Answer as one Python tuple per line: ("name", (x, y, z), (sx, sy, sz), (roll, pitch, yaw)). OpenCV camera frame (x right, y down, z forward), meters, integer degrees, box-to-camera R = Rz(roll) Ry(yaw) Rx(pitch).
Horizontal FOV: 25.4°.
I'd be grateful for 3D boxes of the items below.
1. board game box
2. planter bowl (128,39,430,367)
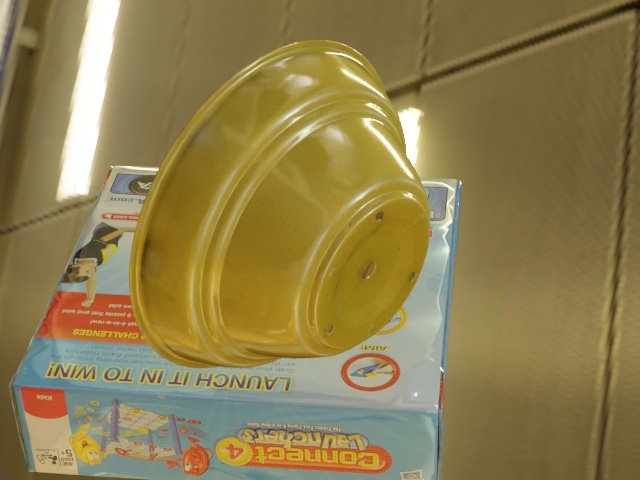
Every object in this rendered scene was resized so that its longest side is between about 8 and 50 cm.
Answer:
("board game box", (-0.049, 0.058, 1.123), (0.302, 0.308, 0.086), (-77, 168, -54))
("planter bowl", (0.000, 0.000, 0.829), (0.090, 0.217, 0.217), (31, -73, 33))
